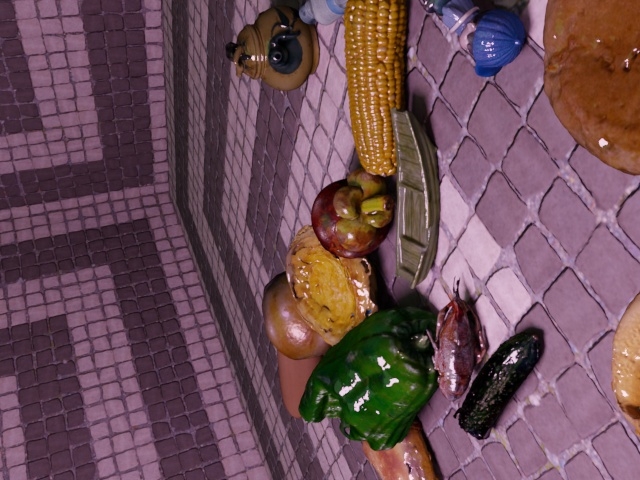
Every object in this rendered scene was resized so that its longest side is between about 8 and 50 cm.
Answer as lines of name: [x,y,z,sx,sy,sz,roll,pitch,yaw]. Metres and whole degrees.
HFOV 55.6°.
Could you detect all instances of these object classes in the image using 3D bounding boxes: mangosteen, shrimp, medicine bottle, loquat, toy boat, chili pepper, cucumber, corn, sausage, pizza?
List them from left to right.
sausage: [-0.055,0.344,1.642,0.123,0.123,0.252,-138,41,-56]
loquat: [-0.048,0.172,1.445,0.179,0.179,0.227,118,140,-59]
medicine bottle: [0.014,-0.447,1.113,0.208,0.054,0.090,-171,69,-69]
mangosteen: [0.055,-0.048,1.081,0.181,0.146,0.155,94,166,-83]
chili pepper: [0.076,0.263,1.092,0.385,0.168,0.213,-55,44,46]
corn: [0.087,-0.249,0.979,0.102,0.102,0.312,-138,41,-56]
pizza: [0.166,0.449,1.193,0.161,0.086,0.305,-39,61,49]
toy boat: [0.153,-0.068,0.977,0.093,0.055,0.293,-143,44,-60]
shrimp: [0.207,0.150,0.932,0.073,0.075,0.190,167,102,-77]
cucumber: [0.250,0.210,0.874,0.245,0.067,0.067,98,151,-46]

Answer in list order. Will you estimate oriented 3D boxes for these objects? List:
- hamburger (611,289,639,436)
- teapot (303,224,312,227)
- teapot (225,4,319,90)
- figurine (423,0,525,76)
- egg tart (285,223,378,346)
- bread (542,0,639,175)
hamburger: [0.330,0.104,0.458,0.214,0.108,0.213,-22,54,34]
teapot: [0.000,0.000,1.380,0.121,0.068,0.076,-124,30,-43]
teapot: [-0.113,-0.402,1.282,0.269,0.183,0.173,-137,39,-57]
figurine: [0.192,-0.266,0.739,0.079,0.077,0.136,-46,64,40]
egg tart: [0.042,0.087,1.258,0.291,0.107,0.290,27,126,45]
bread: [0.287,-0.165,0.491,0.230,0.123,0.230,172,90,-72]
